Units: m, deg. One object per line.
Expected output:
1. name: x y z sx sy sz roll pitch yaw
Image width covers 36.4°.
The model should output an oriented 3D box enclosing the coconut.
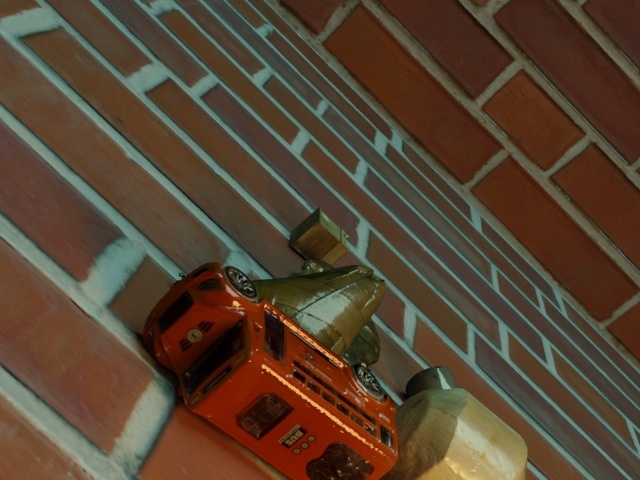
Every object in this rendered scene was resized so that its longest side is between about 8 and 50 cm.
1. coconut: 0.186 0.321 1.333 0.222 0.202 0.202 43 18 -8

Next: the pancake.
1. pancake: 0.022 0.127 1.631 0.222 0.042 0.236 45 20 -20

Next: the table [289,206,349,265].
1. table: 0.000 0.000 1.790 0.083 0.079 0.062 43 20 -18

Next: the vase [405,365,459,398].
1. vase: 0.220 0.318 1.614 0.086 0.086 0.214 26 31 -47

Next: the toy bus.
1. toy bus: -0.059 0.178 1.177 0.329 0.143 0.153 41 19 -21

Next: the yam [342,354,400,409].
1. yam: 0.039 0.207 1.463 0.299 0.066 0.066 47 18 3

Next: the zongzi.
1. zongzi: -0.053 0.075 1.388 0.256 0.115 0.228 37 50 2
